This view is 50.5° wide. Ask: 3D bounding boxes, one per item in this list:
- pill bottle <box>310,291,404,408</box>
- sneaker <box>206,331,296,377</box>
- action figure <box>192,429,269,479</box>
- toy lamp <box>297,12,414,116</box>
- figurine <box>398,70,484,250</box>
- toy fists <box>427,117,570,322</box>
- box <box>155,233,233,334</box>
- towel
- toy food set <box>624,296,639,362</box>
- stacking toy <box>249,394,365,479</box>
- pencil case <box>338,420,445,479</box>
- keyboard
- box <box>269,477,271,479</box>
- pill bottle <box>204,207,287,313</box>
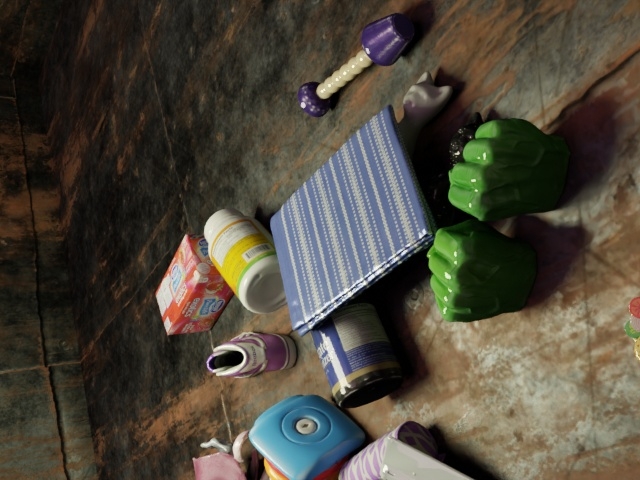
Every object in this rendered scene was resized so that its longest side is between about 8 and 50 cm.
[{"bbox_3d":[0.048,0.163,1.163,0.123,0.123,0.219,-52,50,42],"label":"pill bottle"},{"bbox_3d":[-0.191,0.252,1.481,0.282,0.161,0.102,-27,71,54],"label":"sneaker"},{"bbox_3d":[-0.165,0.618,1.427,0.276,0.248,0.370,-30,55,30],"label":"action figure"},{"bbox_3d":[0.057,-0.302,1.174,0.275,0.080,0.080,-25,71,52],"label":"toy lamp"},{"bbox_3d":[0.162,-0.130,1.034,0.209,0.092,0.215,-59,44,26],"label":"figurine"},{"bbox_3d":[0.220,-0.023,0.891,0.096,0.142,0.279,35,119,49],"label":"toy fists"},{"bbox_3d":[-0.300,0.109,1.663,0.257,0.123,0.128,-55,49,41],"label":"box"},{"bbox_3d":[0.038,-0.021,1.079,0.336,0.040,0.243,-41,53,39],"label":"towel"},{"bbox_3d":[0.384,0.098,0.764,0.083,0.020,0.082,-40,59,49],"label":"toy food set"},{"bbox_3d":[-0.030,0.458,1.286,0.166,0.175,0.301,30,131,40],"label":"stacking toy"},{"bbox_3d":[0.110,0.373,1.118,0.088,0.086,0.206,42,135,4],"label":"pencil case"},{"bbox_3d":[0.199,0.368,0.974,0.256,0.014,0.072,20,103,31],"label":"keyboard"},{"bbox_3d":[-0.065,0.575,1.391,0.063,0.067,0.323,9,99,55],"label":"box"},{"bbox_3d":[-0.155,0.033,1.439,0.245,0.136,0.136,46,127,45],"label":"pill bottle"}]
